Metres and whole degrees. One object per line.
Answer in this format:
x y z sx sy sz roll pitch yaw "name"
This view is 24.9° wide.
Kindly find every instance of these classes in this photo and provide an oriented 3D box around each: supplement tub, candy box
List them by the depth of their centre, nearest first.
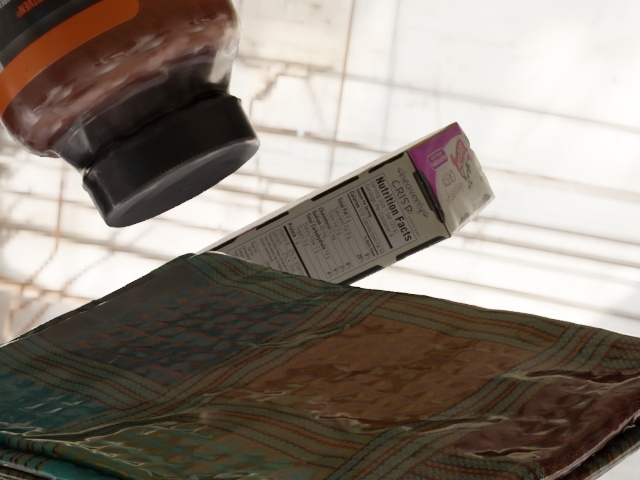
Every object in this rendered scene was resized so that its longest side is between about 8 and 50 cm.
-0.100 -0.106 0.578 0.106 0.198 0.106 -28 174 -3 "supplement tub"
0.000 0.000 1.075 0.233 0.071 0.159 -26 -177 20 "candy box"

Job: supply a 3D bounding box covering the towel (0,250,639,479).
-0.023 0.073 0.732 0.370 0.040 0.271 7 -159 42 "towel"
